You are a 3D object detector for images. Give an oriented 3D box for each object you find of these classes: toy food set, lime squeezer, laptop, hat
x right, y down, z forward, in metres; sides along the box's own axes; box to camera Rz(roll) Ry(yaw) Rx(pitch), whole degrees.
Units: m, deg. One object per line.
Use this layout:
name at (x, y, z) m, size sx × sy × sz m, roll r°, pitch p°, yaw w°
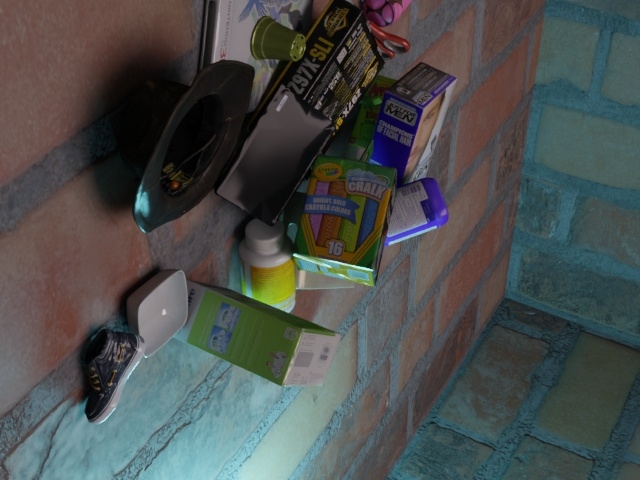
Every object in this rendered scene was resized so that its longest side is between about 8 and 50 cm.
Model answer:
toy food set at (0.000, 0.000, 2.232) m, size 0.306 × 0.092 × 0.219 m, roll 2°, pitch 96°, yaw -58°
lime squeezer at (0.088, -0.351, 2.153) m, size 0.110 × 0.059 × 0.310 m, roll -35°, pitch -164°, yaw 19°
laptop at (-0.086, -0.159, 1.803) m, size 0.234 × 0.137 × 0.264 m, roll -57°, pitch -174°, yaw 2°
hat at (-0.244, -0.181, 1.535) m, size 0.331 × 0.134 × 0.331 m, roll -51°, pitch 166°, yaw -17°

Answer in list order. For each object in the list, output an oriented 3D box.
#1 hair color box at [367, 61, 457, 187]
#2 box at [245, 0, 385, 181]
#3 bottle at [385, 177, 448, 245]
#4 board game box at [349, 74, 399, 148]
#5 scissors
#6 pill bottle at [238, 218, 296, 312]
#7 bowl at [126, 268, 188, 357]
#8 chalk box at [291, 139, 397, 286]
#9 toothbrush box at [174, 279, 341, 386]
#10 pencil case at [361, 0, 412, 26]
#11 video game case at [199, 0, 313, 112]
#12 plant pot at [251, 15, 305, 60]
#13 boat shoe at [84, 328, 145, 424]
hair color box at (0.196, -0.224, 2.189) m, size 0.185 × 0.110 × 0.338 m, roll -44°, pitch 155°, yaw -45°
box at (-0.002, -0.302, 1.921) m, size 0.322 × 0.079 × 0.257 m, roll -57°, pitch 163°, yaw -3°
bottle at (0.143, -0.047, 2.117) m, size 0.092 × 0.283 × 0.118 m, roll 66°, pitch 4°, yaw -76°
board game box at (0.144, -0.309, 2.297) m, size 0.043 × 0.092 × 0.181 m, roll 8°, pitch 101°, yaw -65°
scissors at (0.090, -0.488, 2.111) m, size 0.297 × 0.109 × 0.021 m, roll 28°, pitch 70°, yaw -42°
pill bottle at (-0.113, 0.057, 2.007) m, size 0.117 × 0.117 × 0.215 m, roll -47°, pitch 148°, yaw -41°
bowl at (-0.308, 0.128, 1.733) m, size 0.142 × 0.053 × 0.142 m, roll -44°, pitch 144°, yaw -44°
chalk box at (0.060, -0.072, 1.990) m, size 0.180 × 0.179 × 0.288 m, roll 74°, pitch 28°, yaw -75°
toothbrush box at (-0.132, 0.186, 1.865) m, size 0.206 × 0.283 × 0.122 m, roll 21°, pitch 88°, yaw -65°
pencil case at (0.174, -0.579, 2.162) m, size 0.095 × 0.098 × 0.209 m, roll 48°, pitch 54°, yaw -12°
video game case at (-0.114, -0.390, 1.763) m, size 0.329 × 0.036 × 0.299 m, roll -30°, pitch 134°, yaw -55°
plant pot at (-0.072, -0.365, 1.730) m, size 0.083 × 0.079 × 0.083 m, roll -44°, pitch 144°, yaw -44°
boat shoe at (-0.388, 0.236, 1.651) m, size 0.083 × 0.065 × 0.183 m, roll 23°, pitch 100°, yaw -40°
